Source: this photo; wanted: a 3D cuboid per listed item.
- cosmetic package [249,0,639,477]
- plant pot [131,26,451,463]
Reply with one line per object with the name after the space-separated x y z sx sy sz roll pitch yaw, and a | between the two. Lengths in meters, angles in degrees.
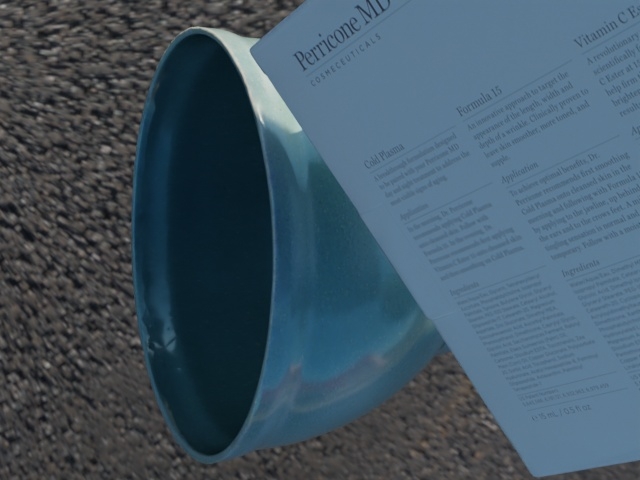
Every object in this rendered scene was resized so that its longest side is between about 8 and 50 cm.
0.162 -0.056 0.533 0.097 0.377 0.284 -40 98 -35 | cosmetic package
0.000 0.000 0.867 0.196 0.293 0.293 -2 100 -24 | plant pot
